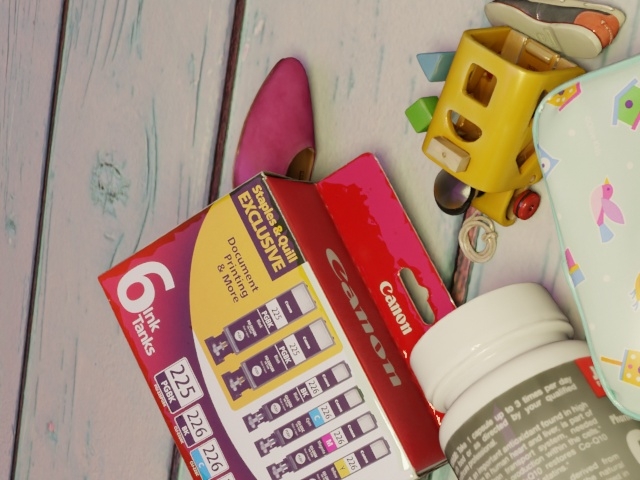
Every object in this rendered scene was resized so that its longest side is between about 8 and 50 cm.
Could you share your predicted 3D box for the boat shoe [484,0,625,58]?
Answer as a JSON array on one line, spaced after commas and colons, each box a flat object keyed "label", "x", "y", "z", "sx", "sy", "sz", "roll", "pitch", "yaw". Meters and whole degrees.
[{"label": "boat shoe", "x": 0.201, "y": -0.192, "z": 1.080, "sx": 0.043, "sy": 0.049, "sz": 0.137, "roll": -48, "pitch": 40, "yaw": -15}]

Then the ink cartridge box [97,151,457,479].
[{"label": "ink cartridge box", "x": -0.015, "y": 0.102, "z": 1.165, "sx": 0.272, "sy": 0.130, "sz": 0.309, "roll": -32, "pitch": 78, "yaw": 18}]

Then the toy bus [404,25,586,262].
[{"label": "toy bus", "x": 0.141, "y": -0.085, "z": 1.083, "sx": 0.191, "sy": 0.104, "sz": 0.202, "roll": -20, "pitch": 86, "yaw": 45}]

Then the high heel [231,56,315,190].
[{"label": "high heel", "x": 0.000, "y": 0.000, "z": 1.299, "sx": 0.181, "sy": 0.127, "sz": 0.377, "roll": 7, "pitch": 92, "yaw": 18}]

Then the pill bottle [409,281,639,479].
[{"label": "pill bottle", "x": 0.197, "y": 0.183, "z": 1.004, "sx": 0.161, "sy": 0.161, "sz": 0.283, "roll": -51, "pitch": 55, "yaw": 36}]

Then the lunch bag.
[{"label": "lunch bag", "x": 0.294, "y": -0.009, "z": 0.914, "sx": 0.224, "sy": 0.108, "sz": 0.279, "roll": -20, "pitch": 78, "yaw": 30}]
